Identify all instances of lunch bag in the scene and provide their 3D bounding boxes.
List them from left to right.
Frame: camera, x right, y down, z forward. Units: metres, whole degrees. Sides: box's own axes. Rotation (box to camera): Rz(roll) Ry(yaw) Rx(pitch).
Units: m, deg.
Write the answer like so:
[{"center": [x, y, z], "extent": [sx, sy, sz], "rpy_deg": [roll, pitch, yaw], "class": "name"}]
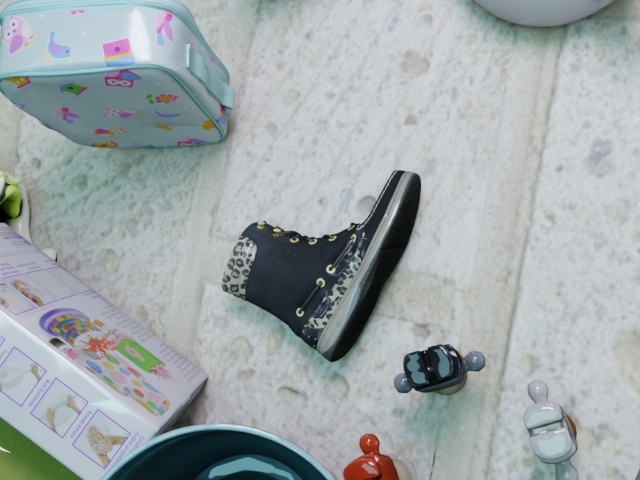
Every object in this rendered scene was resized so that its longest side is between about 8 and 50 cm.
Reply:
[{"center": [-0.226, -0.191, 0.931], "extent": [0.224, 0.279, 0.107], "rpy_deg": [-5, 80, 8], "class": "lunch bag"}]

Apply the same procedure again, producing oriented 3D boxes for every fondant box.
[{"center": [-0.304, 0.114, 0.879], "extent": [0.330, 0.238, 0.096], "rpy_deg": [36, 95, 1], "class": "fondant box"}]

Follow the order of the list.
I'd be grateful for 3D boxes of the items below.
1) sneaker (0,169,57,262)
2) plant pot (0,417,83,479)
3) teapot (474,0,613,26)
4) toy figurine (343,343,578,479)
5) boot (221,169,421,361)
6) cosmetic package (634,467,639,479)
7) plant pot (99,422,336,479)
[{"center": [-0.490, -0.072, 1.089], "extent": [0.147, 0.145, 0.384], "rpy_deg": [-32, 83, 5], "class": "sneaker"}, {"center": [-0.377, 0.267, 0.942], "extent": [0.294, 0.275, 0.274], "rpy_deg": [14, 86, 5], "class": "plant pot"}, {"center": [0.239, -0.371, 0.841], "extent": [0.256, 0.187, 0.252], "rpy_deg": [9, 84, 21], "class": "teapot"}, {"center": [0.150, 0.224, 0.809], "extent": [0.213, 0.148, 0.209], "rpy_deg": [23, 84, 23], "class": "toy figurine"}, {"center": [-0.001, 0.001, 0.922], "extent": [0.179, 0.085, 0.236], "rpy_deg": [26, 91, 23], "class": "boot"}, {"center": [0.373, 0.224, 0.702], "extent": [0.151, 0.184, 0.151], "rpy_deg": [22, 90, 21], "class": "cosmetic package"}, {"center": [-0.089, 0.317, 0.793], "extent": [0.272, 0.255, 0.271], "rpy_deg": [0, 80, 1], "class": "plant pot"}]
